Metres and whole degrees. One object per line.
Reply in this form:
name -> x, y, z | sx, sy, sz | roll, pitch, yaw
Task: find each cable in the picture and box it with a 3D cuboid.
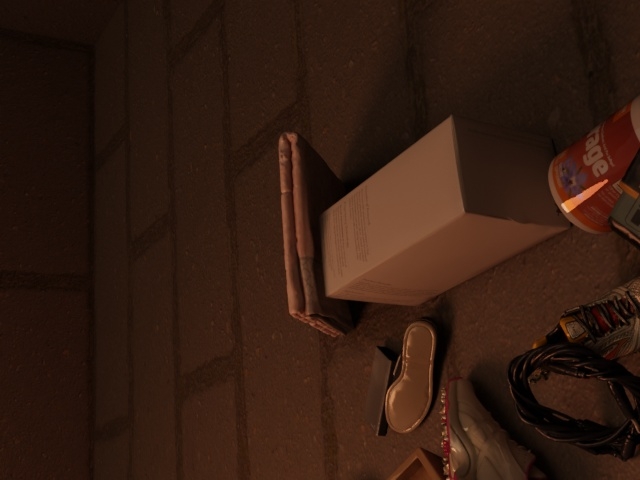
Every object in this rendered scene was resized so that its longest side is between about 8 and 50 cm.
cable -> 0.317, 0.194, 1.084 | 0.184, 0.047, 0.150 | 28, 135, 21

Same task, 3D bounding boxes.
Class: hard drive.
hard drive -> 0.107, 0.263, 1.533 | 0.094, 0.022, 0.135 | -143, 62, -76

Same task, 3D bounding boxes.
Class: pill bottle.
pill bottle -> 0.385, -0.105, 1.040 | 0.216, 0.121, 0.121 | -42, 50, 49

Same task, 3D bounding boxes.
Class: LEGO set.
LEGO set -> 0.312, 0.172, 1.225 | 0.083, 0.023, 0.054 | -38, 55, 35

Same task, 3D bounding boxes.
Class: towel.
towel -> 0.000, 0.000, 1.561 | 0.332, 0.053, 0.317 | 41, -136, -72

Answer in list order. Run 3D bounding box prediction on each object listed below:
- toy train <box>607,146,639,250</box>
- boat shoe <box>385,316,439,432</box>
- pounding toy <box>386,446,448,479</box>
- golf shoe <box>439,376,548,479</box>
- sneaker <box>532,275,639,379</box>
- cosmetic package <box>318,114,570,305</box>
toy train -> 0.446, -0.012, 0.850 | 0.334, 0.142, 0.190 | 41, 129, 28
boat shoe -> 0.159, 0.223, 1.459 | 0.065, 0.075, 0.206 | -42, -36, -68
pounding toy -> 0.149, 0.458, 1.325 | 0.206, 0.094, 0.181 | -48, 40, 10
golf shoe -> 0.243, 0.317, 1.245 | 0.306, 0.140, 0.115 | -91, -6, -52
sneaker -> 0.355, 0.111, 1.084 | 0.225, 0.093, 0.088 | -51, 44, 43
cosmetic package -> 0.171, -0.027, 1.325 | 0.365, 0.197, 0.155 | -36, 53, 50
